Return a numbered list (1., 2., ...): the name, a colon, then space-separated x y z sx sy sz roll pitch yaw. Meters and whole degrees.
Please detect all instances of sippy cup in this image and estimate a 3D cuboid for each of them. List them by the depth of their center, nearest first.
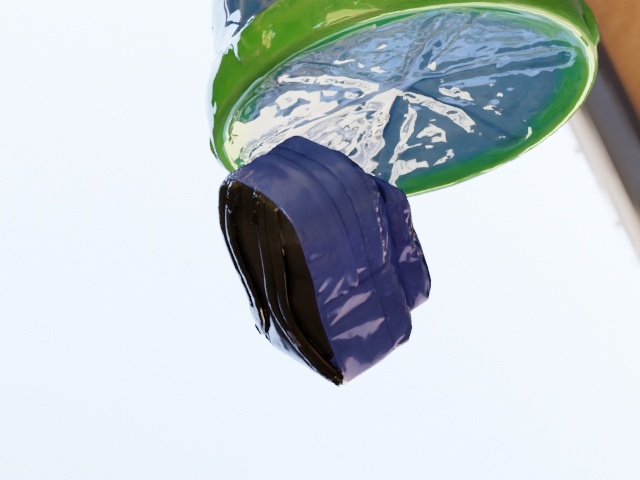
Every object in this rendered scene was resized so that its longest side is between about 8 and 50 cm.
1. sippy cup: 0.029 -0.172 1.105 0.240 0.305 0.224 16 -127 -47

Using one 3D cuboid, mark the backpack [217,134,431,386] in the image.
1. backpack: 0.000 0.000 1.013 0.101 0.098 0.120 -37 -57 -25
